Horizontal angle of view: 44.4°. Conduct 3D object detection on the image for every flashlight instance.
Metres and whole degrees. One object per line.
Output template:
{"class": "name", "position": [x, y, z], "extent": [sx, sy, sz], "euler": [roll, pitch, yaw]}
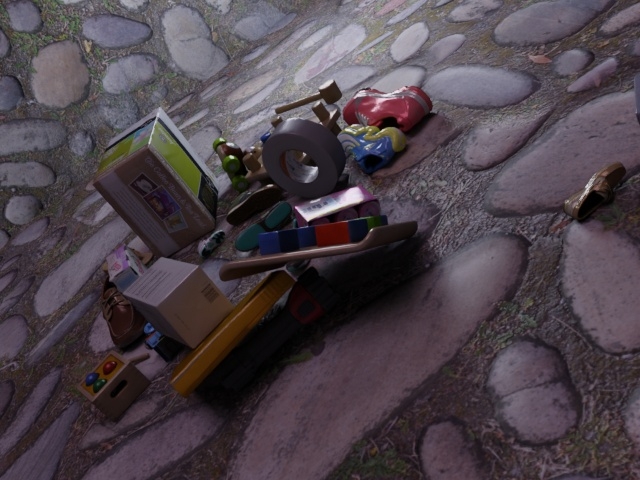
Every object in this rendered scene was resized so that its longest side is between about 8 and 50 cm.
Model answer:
{"class": "flashlight", "position": [-0.095, 0.190, 1.674], "extent": [0.304, 0.103, 0.103], "euler": [-43, 53, -1]}

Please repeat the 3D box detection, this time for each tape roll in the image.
{"class": "tape roll", "position": [-0.045, -0.219, 2.099], "extent": [0.219, 0.219, 0.072], "euler": [-13, 35, 38]}

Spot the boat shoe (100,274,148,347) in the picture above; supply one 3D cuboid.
{"class": "boat shoe", "position": [-0.564, 0.189, 2.190], "extent": [0.123, 0.116, 0.324], "euler": [-38, 28, -2]}

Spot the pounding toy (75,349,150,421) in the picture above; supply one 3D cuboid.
{"class": "pounding toy", "position": [-0.514, 0.325, 1.950], "extent": [0.181, 0.094, 0.206], "euler": [-48, 30, -19]}

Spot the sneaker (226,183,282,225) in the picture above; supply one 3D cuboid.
{"class": "sneaker", "position": [-0.197, -0.124, 2.295], "extent": [0.192, 0.064, 0.086], "euler": [-31, 33, 19]}

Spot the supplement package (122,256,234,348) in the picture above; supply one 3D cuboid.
{"class": "supplement package", "position": [-0.334, 0.138, 1.815], "extent": [0.134, 0.139, 0.244], "euler": [-46, 25, -20]}

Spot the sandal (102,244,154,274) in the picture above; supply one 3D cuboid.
{"class": "sandal", "position": [-0.644, 0.055, 2.528], "extent": [0.240, 0.079, 0.088], "euler": [-11, 38, 40]}

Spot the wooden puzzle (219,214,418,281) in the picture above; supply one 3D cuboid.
{"class": "wooden puzzle", "position": [0.000, 0.000, 1.642], "extent": [0.347, 0.081, 0.322], "euler": [-13, 0, 23]}

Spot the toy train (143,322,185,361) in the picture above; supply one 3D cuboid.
{"class": "toy train", "position": [-0.359, 0.214, 1.964], "extent": [0.184, 0.080, 0.105], "euler": [-43, 37, -15]}

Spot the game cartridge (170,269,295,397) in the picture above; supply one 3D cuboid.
{"class": "game cartridge", "position": [-0.192, 0.193, 1.701], "extent": [0.323, 0.053, 0.285], "euler": [-44, 4, -8]}

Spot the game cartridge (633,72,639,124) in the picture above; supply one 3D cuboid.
{"class": "game cartridge", "position": [0.754, -0.311, 1.493], "extent": [0.297, 0.062, 0.198], "euler": [-18, 38, 33]}

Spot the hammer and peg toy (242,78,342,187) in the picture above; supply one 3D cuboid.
{"class": "hammer and peg toy", "position": [-0.063, -0.316, 2.372], "extent": [0.266, 0.127, 0.361], "euler": [-11, 37, 43]}

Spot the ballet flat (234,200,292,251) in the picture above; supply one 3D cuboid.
{"class": "ballet flat", "position": [-0.152, -0.034, 2.128], "extent": [0.188, 0.070, 0.070], "euler": [-37, 27, -3]}

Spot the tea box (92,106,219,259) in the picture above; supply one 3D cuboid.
{"class": "tea box", "position": [-0.500, -0.180, 2.451], "extent": [0.220, 0.329, 0.324], "euler": [-30, 28, 12]}

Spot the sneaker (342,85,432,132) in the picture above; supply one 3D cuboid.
{"class": "sneaker", "position": [0.156, -0.346, 2.173], "extent": [0.313, 0.116, 0.136], "euler": [1, 47, 49]}

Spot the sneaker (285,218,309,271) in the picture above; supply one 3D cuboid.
{"class": "sneaker", "position": [-0.061, 0.008, 1.927], "extent": [0.065, 0.076, 0.166], "euler": [-21, 32, 30]}

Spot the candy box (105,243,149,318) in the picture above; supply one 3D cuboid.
{"class": "candy box", "position": [-0.485, 0.123, 2.114], "extent": [0.070, 0.196, 0.165], "euler": [-38, 28, -1]}

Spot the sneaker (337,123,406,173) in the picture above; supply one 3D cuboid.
{"class": "sneaker", "position": [0.110, -0.243, 2.096], "extent": [0.240, 0.091, 0.126], "euler": [1, 46, 49]}

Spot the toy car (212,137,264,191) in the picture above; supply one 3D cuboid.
{"class": "toy car", "position": [-0.224, -0.271, 2.491], "extent": [0.188, 0.149, 0.155], "euler": [-27, 39, -6]}

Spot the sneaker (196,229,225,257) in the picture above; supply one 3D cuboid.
{"class": "sneaker", "position": [-0.325, 0.003, 2.281], "extent": [0.098, 0.038, 0.069], "euler": [-45, 29, -15]}

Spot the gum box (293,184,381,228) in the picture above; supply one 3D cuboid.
{"class": "gum box", "position": [0.044, -0.066, 1.875], "extent": [0.188, 0.062, 0.107], "euler": [-19, 27, -12]}

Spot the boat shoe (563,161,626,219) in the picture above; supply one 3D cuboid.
{"class": "boat shoe", "position": [0.512, -0.087, 1.441], "extent": [0.135, 0.050, 0.045], "euler": [-45, 30, 8]}
